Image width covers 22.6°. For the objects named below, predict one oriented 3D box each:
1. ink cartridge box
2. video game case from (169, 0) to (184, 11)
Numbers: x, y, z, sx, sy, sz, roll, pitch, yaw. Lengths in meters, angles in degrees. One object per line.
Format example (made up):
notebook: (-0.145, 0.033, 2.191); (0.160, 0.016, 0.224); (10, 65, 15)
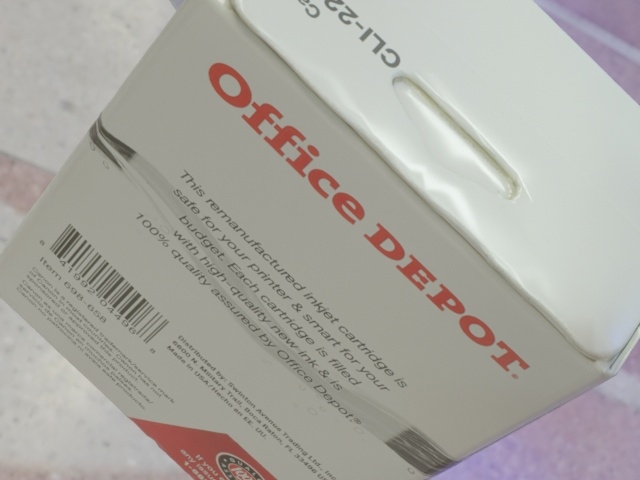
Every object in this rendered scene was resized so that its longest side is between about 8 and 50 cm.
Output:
ink cartridge box: (0.000, 0.000, 0.671); (0.197, 0.273, 0.114); (44, 55, -4)
video game case: (0.013, -0.139, 0.704); (0.190, 0.022, 0.173); (-6, -13, 8)
